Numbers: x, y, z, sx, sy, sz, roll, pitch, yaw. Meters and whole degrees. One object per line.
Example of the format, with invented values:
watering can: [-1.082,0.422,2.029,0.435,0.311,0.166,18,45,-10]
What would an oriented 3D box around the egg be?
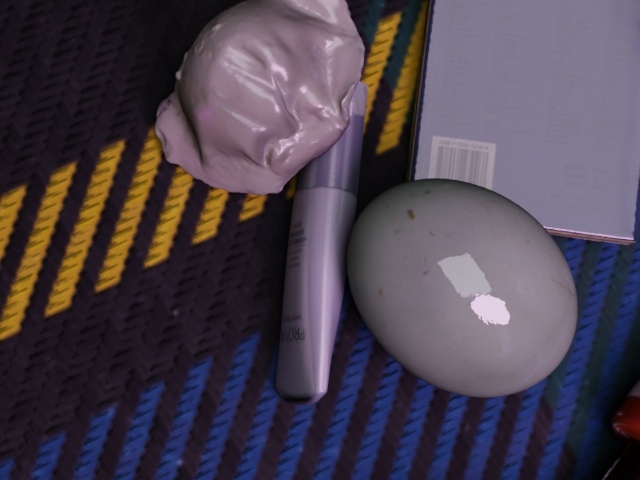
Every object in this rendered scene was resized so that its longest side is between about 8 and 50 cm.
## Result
egg: [0.106,0.035,0.991,0.192,0.149,0.149,40,78,-15]

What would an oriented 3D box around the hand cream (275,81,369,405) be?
hand cream: [0.000,0.000,1.018,0.048,0.079,0.255,12,78,-18]

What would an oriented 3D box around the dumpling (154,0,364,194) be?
dumpling: [-0.040,-0.111,0.989,0.188,0.108,0.127,-47,72,10]

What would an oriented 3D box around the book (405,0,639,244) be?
book: [0.176,-0.141,1.072,0.191,0.025,0.269,7,85,-3]

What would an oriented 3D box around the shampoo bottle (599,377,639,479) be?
shampoo bottle: [0.305,0.130,1.049,0.104,0.104,0.278,41,78,-5]
